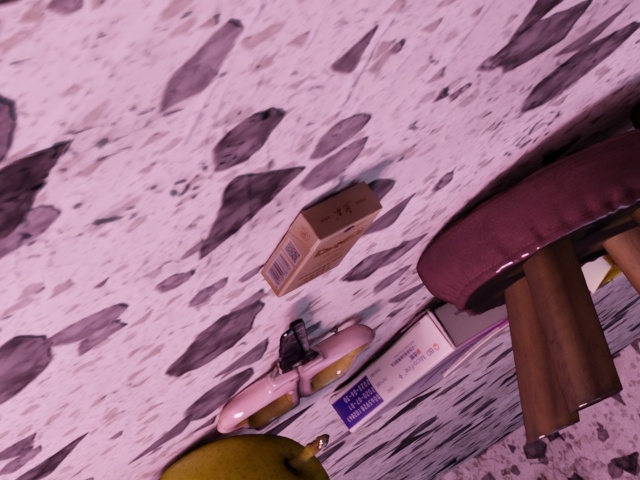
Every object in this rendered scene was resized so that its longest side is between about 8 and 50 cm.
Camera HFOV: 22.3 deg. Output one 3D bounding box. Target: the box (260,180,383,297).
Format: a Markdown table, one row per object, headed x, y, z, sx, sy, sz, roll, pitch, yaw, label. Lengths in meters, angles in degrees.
| x | y | z | sx | sy | sz | roll | pitch | yaw | label |
| --- | --- | --- | --- | --- | --- | --- | --- | --- | --- |
| 0.000 | 0.000 | 1.015 | 0.053 | 0.024 | 0.083 | -28 | 164 | -32 | box |

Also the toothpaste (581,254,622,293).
| x | y | z | sx | sy | sz | roll | pitch | yaw | label |
| --- | --- | --- | --- | --- | --- | --- | --- | --- | --- |
| 0.366 | -0.063 | 1.591 | 0.313 | 0.089 | 0.071 | -30 | 159 | -22 | toothpaste |

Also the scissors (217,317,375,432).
| x | y | z | sx | sy | sz | roll | pitch | yaw | label |
| --- | --- | --- | --- | --- | --- | --- | --- | --- | --- |
| -0.020 | 0.101 | 1.332 | 0.160 | 0.024 | 0.317 | -32 | 167 | -9 | scissors |

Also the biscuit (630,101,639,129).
| x | y | z | sx | sy | sz | roll | pitch | yaw | label |
| --- | --- | --- | --- | --- | --- | --- | --- | --- | --- |
| 0.380 | -0.173 | 1.334 | 0.290 | 0.041 | 0.208 | -39 | 168 | 19 | biscuit |

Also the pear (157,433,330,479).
| x | y | z | sx | sy | sz | roll | pitch | yaw | label |
| --- | --- | --- | --- | --- | --- | --- | --- | --- | --- |
| -0.056 | 0.236 | 1.447 | 0.216 | 0.166 | 0.180 | -51 | 147 | 19 | pear |

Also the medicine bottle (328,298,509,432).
| x | y | z | sx | sy | sz | roll | pitch | yaw | label |
| --- | --- | --- | --- | --- | --- | --- | --- | --- | --- |
| 0.121 | 0.104 | 1.646 | 0.171 | 0.052 | 0.201 | -24 | 165 | -43 | medicine bottle |

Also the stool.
| x | y | z | sx | sy | sz | roll | pitch | yaw | label |
| --- | --- | --- | --- | --- | --- | --- | --- | --- | --- |
| 0.233 | 0.033 | 1.322 | 0.272 | 0.178 | 0.272 | -25 | 168 | -6 | stool |
